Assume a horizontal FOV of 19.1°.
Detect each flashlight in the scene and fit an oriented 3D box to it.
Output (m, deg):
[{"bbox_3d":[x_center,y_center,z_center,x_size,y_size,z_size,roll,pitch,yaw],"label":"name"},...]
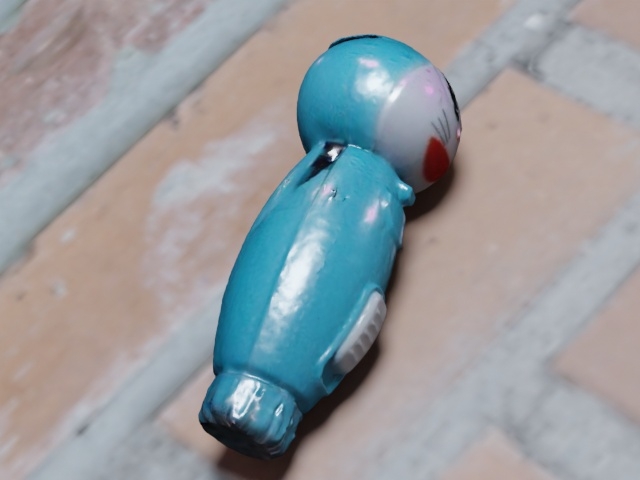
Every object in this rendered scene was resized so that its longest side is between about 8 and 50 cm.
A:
[{"bbox_3d":[0.000,0.000,0.532,0.051,0.051,0.129,11,63,30],"label":"flashlight"}]
